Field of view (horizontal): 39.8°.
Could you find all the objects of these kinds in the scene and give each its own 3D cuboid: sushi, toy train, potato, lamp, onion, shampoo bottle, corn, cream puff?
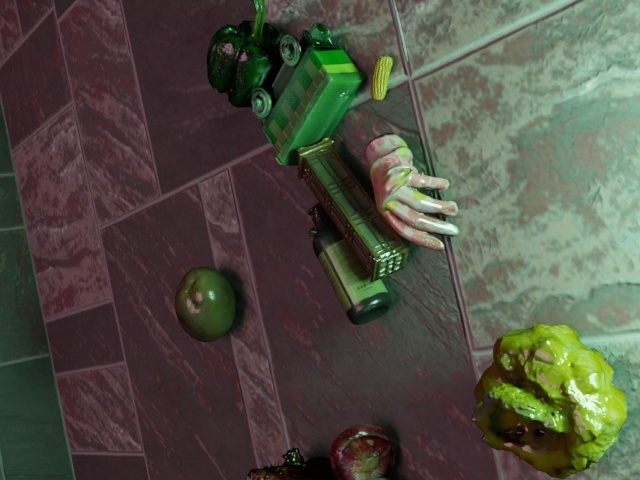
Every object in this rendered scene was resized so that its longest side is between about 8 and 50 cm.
[{"bbox_3d":[-0.056,0.600,2.053,0.227,0.215,0.212,10,105,51],"label":"sushi"},{"bbox_3d":[-0.035,-0.318,1.916,0.202,0.120,0.301,57,136,23],"label":"toy train"},{"bbox_3d":[-0.307,0.172,2.339,0.235,0.160,0.178,123,151,-53],"label":"potato"},{"bbox_3d":[0.063,-0.069,1.844,0.325,0.090,0.089,55,160,28],"label":"lamp"},{"bbox_3d":[0.089,0.457,1.932,0.140,0.150,0.150,-121,33,-71],"label":"onion"},{"bbox_3d":[0.050,0.038,1.894,0.101,0.101,0.284,-51,59,44],"label":"shampoo bottle"},{"bbox_3d":[0.122,-0.327,1.780,0.037,0.037,0.092,33,124,44],"label":"corn"},{"bbox_3d":[0.364,0.273,1.479,0.282,0.185,0.282,8,100,52],"label":"cream puff"}]

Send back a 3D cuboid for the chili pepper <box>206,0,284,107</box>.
[{"bbox_3d":[-0.158,-0.433,2.000,0.165,0.174,0.261,53,139,26],"label":"chili pepper"}]

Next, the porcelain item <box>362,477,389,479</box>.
[{"bbox_3d":[0.073,0.712,1.889,0.178,0.242,0.405,49,134,53],"label":"porcelain item"}]

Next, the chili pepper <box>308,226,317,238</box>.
[{"bbox_3d":[0.000,-0.001,2.009,0.091,0.030,0.034,53,160,34],"label":"chili pepper"}]

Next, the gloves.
[{"bbox_3d":[0.167,-0.082,1.710,0.145,0.126,0.241,-47,55,43],"label":"gloves"}]
